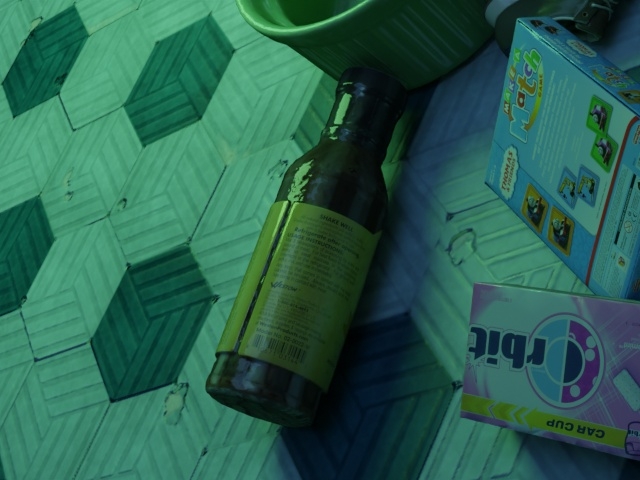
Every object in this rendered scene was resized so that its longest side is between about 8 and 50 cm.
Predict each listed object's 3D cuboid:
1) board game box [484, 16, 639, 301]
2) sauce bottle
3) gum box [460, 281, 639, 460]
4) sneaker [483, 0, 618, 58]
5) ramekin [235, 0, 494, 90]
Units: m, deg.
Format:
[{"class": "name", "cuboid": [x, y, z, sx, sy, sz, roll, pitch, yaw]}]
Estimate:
[{"class": "board game box", "cuboid": [0.208, -0.062, 0.973, 0.211, 0.039, 0.160, -127, 36, -48]}, {"class": "sauce bottle", "cuboid": [0.000, 0.000, 1.146, 0.111, 0.111, 0.344, 4, 66, 45]}, {"class": "gum box", "cuboid": [0.198, 0.094, 0.902, 0.188, 0.062, 0.107, 7, 91, 46]}, {"class": "sneaker", "cuboid": [0.246, -0.218, 1.105, 0.192, 0.064, 0.086, -29, 60, 21]}, {"class": "ramekin", "cuboid": [0.071, -0.297, 1.252, 0.303, 0.148, 0.303, -24, 49, 30]}]
